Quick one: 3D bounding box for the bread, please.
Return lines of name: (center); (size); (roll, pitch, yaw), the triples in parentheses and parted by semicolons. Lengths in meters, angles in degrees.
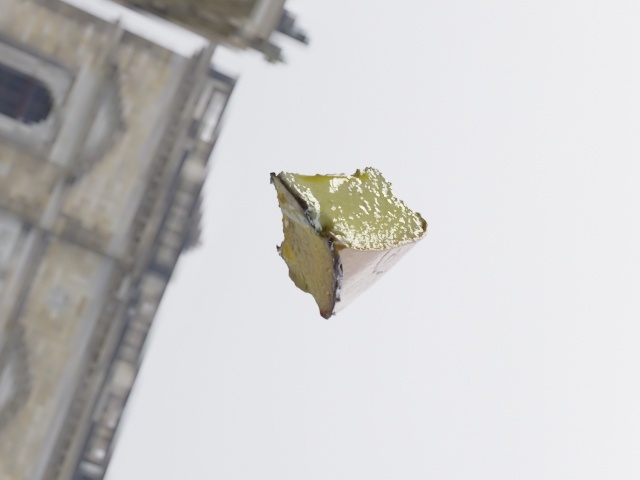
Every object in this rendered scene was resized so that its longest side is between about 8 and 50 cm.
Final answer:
bread: (0.000, 0.000, 1.933); (0.169, 0.160, 0.140); (-46, -115, 19)
